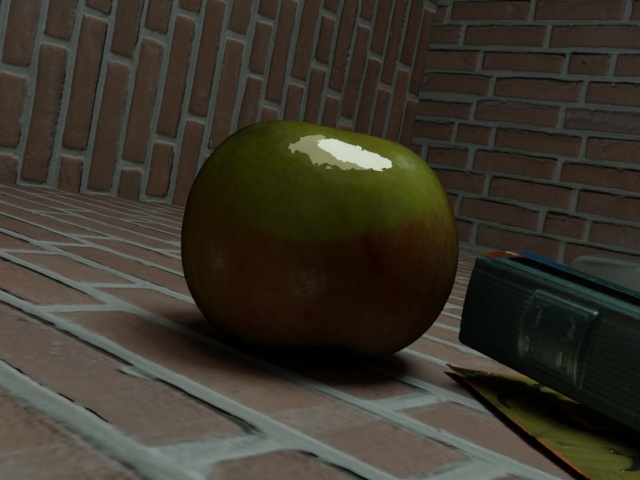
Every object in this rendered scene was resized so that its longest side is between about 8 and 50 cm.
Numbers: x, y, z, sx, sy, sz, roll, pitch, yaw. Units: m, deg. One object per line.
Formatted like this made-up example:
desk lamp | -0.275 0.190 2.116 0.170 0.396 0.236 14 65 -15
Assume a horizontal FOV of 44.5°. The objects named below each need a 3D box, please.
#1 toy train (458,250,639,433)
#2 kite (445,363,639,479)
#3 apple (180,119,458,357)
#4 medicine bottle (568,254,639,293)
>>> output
toy train | 0.259 0.101 0.512 0.089 0.086 0.409 3 13 -35
kite | 0.246 0.143 0.614 0.327 0.013 0.377 12 5 32
apple | 0.000 0.000 0.679 0.260 0.194 0.261 9 4 -1
medicine bottle | 0.609 0.100 1.410 0.282 0.123 0.375 12 4 39
